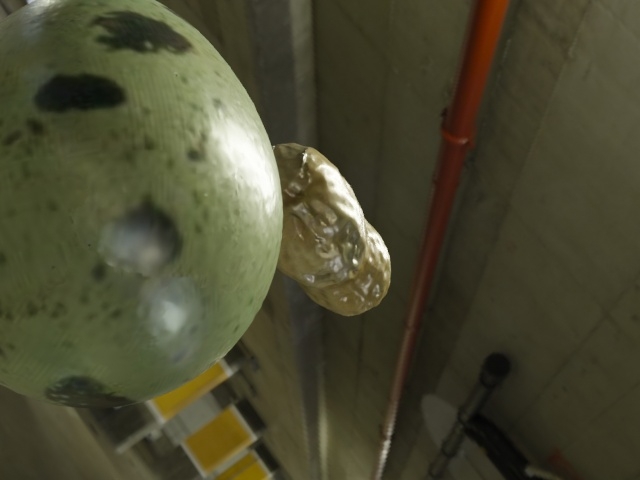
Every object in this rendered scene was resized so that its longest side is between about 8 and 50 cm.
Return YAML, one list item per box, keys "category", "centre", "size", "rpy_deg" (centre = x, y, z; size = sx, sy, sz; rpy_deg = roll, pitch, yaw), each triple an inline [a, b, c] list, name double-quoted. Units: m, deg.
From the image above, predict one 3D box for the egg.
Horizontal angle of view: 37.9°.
- category: "egg"
  centre: [-0.108, -0.030, 0.461]
  size: [0.177, 0.177, 0.228]
  rpy_deg: [78, 6, -59]

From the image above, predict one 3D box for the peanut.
- category: "peanut"
  centre: [0.000, 0.000, 0.779]
  size: [0.099, 0.099, 0.214]
  rpy_deg: [47, -4, 31]
